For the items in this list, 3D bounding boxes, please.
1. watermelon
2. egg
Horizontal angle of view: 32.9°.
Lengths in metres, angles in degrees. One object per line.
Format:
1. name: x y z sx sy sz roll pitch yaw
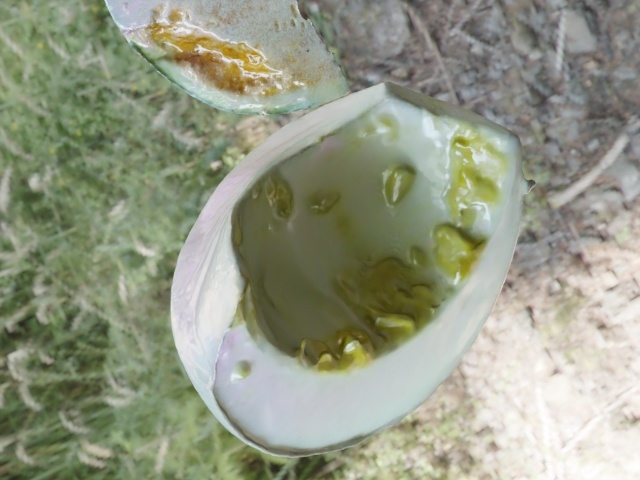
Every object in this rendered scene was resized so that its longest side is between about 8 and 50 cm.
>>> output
1. watermelon: -0.126 -0.263 1.131 0.322 0.175 0.188 59 -176 -19
2. egg: -0.001 0.017 0.740 0.162 0.271 0.206 34 150 40
